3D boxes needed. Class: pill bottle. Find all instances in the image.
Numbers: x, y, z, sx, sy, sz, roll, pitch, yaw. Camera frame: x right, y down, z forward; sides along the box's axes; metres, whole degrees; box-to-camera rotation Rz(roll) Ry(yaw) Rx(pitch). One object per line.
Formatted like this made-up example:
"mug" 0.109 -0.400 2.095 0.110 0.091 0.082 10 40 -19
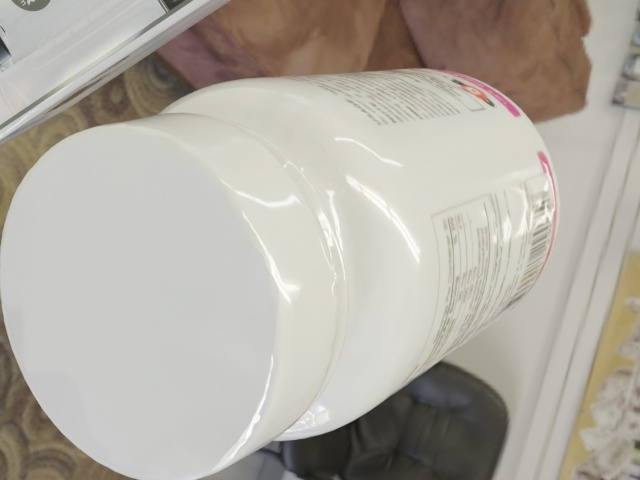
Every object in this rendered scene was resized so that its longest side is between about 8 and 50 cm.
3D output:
"pill bottle" 0.000 0.000 0.462 0.283 0.160 0.160 -18 119 -58

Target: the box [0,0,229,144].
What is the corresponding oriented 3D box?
"box" -0.104 -0.168 0.576 0.087 0.290 0.169 57 17 -12
